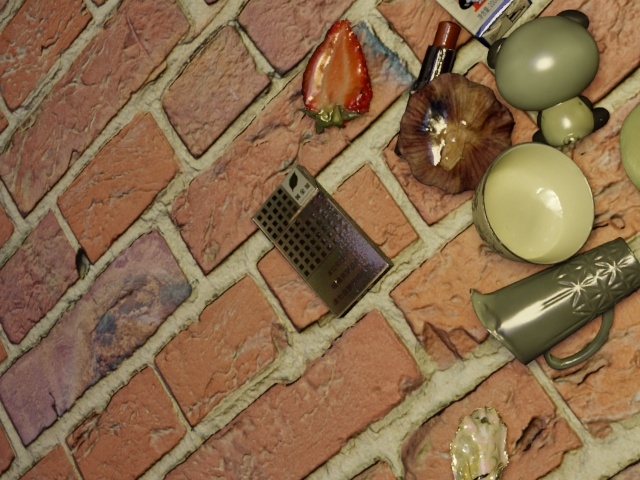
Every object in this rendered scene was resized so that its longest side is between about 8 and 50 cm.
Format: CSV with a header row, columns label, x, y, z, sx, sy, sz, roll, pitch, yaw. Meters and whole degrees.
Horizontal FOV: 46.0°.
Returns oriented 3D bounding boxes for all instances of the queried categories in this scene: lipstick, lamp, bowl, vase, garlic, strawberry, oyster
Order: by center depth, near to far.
label,x,y,z,sx,sy,sz,roll,pitch,yaw
lamp,0.442,-0.305,1.442,0.197,0.198,0.244,-20,103,26
bowl,0.392,-0.058,1.449,0.237,0.126,0.238,3,77,-14
vase,0.474,0.120,1.451,0.301,0.156,0.251,-33,104,17
garlic,0.271,-0.210,1.496,0.245,0.160,0.245,0,97,0
oyster,0.338,0.451,1.560,0.133,0.072,0.209,-13,65,32
lipstick,0.229,-0.313,1.593,0.081,0.081,0.300,20,101,25
strawberry,0.034,-0.363,1.684,0.174,0.098,0.228,-11,82,25

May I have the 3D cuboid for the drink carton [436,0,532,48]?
label,x,y,z,sx,sy,sz,roll,pitch,yaw
drink carton,0.276,-0.549,1.556,0.130,0.106,0.315,-48,70,17

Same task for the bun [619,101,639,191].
label,x,y,z,sx,sy,sz,roll,pitch,yaw
bun,0.680,-0.164,1.313,0.283,0.179,0.283,-32,42,34

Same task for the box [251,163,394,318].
label,x,y,z,sx,sy,sz,roll,pitch,yaw
box,-0.001,0.001,1.732,0.325,0.047,0.180,48,109,17
